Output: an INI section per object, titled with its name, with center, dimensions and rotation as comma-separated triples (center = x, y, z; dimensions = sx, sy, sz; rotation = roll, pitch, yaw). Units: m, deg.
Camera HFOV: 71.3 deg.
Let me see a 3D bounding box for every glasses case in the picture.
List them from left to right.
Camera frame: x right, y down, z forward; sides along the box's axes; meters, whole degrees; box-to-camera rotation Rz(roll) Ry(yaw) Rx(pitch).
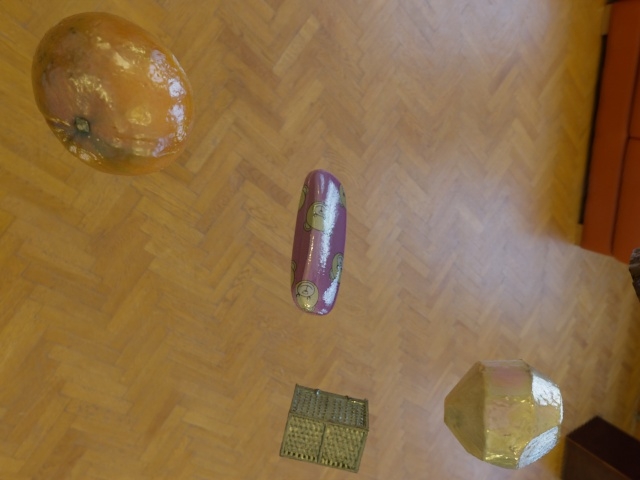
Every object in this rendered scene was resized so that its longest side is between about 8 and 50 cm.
[glasses case]
center = 0.000, 0.000, 0.946
dimensions = 0.123, 0.075, 0.317
rotation = 29, 60, -46

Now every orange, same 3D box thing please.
[orange]
center = -0.309, -0.208, 0.667
dimensions = 0.240, 0.239, 0.171
rotation = 65, 32, -27

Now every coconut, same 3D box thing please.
[coconut]
center = 0.369, 0.349, 0.919
dimensions = 0.236, 0.236, 0.198
rotation = 2, 86, -30

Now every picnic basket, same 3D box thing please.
[picnic basket]
center = 0.013, 0.452, 1.104
dimensions = 0.196, 0.154, 0.134
rotation = 11, 107, 4

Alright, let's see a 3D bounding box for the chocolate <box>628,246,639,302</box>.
[chocolate]
center = 0.551, -0.013, 0.532
dimensions = 0.126, 0.343, 0.149
rotation = -6, 63, -36
